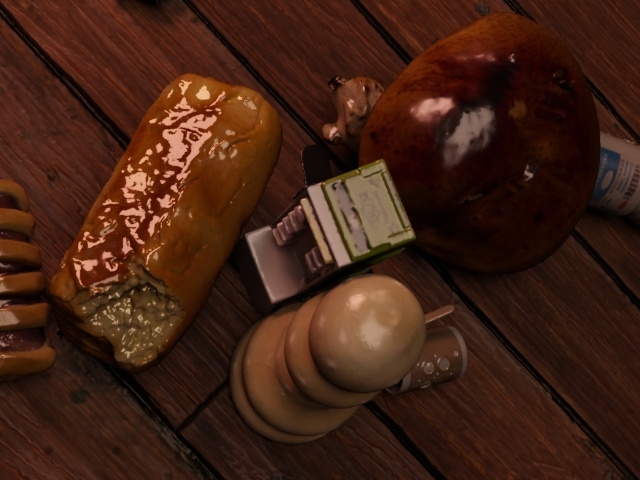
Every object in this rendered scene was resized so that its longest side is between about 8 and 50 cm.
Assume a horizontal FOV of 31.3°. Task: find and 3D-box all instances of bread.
[{"bbox_3d":[-0.366,0.045,1.249,0.134,0.081,0.225,-10,78,-22],"label":"bread"},{"bbox_3d":[-0.164,-0.016,1.288,0.149,0.195,0.344,22,66,8],"label":"bread"}]

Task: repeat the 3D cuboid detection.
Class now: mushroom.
[{"bbox_3d":[0.188,-0.129,1.452,0.345,0.260,0.345,-11,110,-33],"label":"mushroom"}]

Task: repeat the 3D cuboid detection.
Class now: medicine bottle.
[{"bbox_3d":[0.416,-0.084,1.578,0.168,0.105,0.105,18,68,-15],"label":"medicine bottle"}]

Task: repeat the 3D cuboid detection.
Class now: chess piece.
[{"bbox_3d":[0.012,0.122,1.249,0.167,0.300,0.167,6,71,-18],"label":"chess piece"}]

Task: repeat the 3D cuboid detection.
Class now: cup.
[{"bbox_3d":[0.124,0.131,1.410,0.099,0.074,0.102,-9,97,-25],"label":"cup"}]

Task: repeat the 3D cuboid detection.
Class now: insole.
[{"bbox_3d":[-0.001,-0.051,1.464,0.053,0.002,0.152,-4,75,-22],"label":"insole"}]

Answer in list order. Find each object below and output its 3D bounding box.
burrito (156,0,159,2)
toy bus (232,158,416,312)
[{"bbox_3d":[-0.161,-0.406,1.485,0.104,0.054,0.288,32,65,-9],"label":"burrito"},{"bbox_3d":[0.000,0.000,1.285,0.139,0.302,0.113,-21,85,-18],"label":"toy bus"}]
